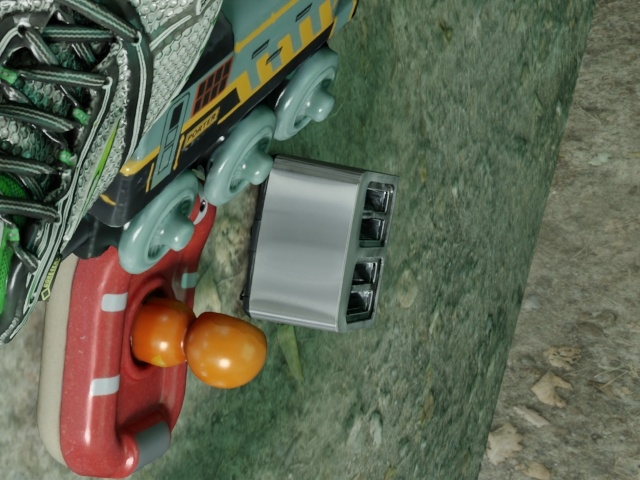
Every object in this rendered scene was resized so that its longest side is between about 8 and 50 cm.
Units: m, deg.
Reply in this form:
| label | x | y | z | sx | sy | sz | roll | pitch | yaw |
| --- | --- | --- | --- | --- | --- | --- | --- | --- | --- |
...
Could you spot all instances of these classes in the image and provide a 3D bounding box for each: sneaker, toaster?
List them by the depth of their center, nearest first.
| label | x | y | z | sx | sy | sz | roll | pitch | yaw |
| --- | --- | --- | --- | --- | --- | --- | --- | --- | --- |
| sneaker | -0.142 | -0.036 | 0.569 | 0.134 | 0.146 | 0.344 | 30 | 97 | -28 |
| toaster | 0.000 | 0.000 | 1.237 | 0.185 | 0.110 | 0.168 | 2 | 97 | -70 |

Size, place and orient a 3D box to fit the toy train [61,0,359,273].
| label | x | y | z | sx | sy | sz | roll | pitch | yaw |
| --- | --- | --- | --- | --- | --- | --- | --- | --- | --- |
| toy train | -0.080 | -0.119 | 0.805 | 0.334 | 0.142 | 0.190 | -46 | 166 | -41 |

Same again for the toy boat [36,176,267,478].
| label | x | y | z | sx | sy | sz | roll | pitch | yaw |
| --- | --- | --- | --- | --- | --- | --- | --- | --- | --- |
| toy boat | -0.110 | 0.066 | 0.904 | 0.151 | 0.151 | 0.231 | -20 | 119 | -68 |
